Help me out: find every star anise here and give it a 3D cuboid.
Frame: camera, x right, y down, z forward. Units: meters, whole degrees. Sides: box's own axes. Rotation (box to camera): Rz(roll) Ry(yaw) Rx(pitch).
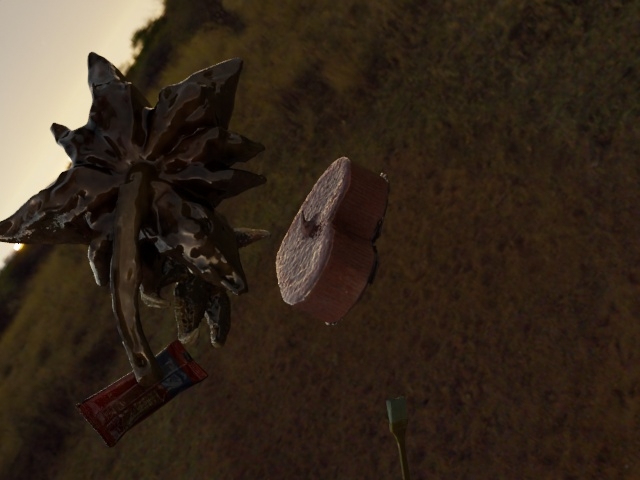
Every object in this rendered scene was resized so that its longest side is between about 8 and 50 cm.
[{"bbox_3d":[-0.180,-0.054,0.700,0.292,0.109,0.349,20,76,24],"label":"star anise"}]

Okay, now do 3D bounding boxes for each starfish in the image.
[{"bbox_3d":[-0.158,0.028,0.931,0.071,0.216,0.238,-9,83,35],"label":"starfish"}]

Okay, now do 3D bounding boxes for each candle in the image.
[{"bbox_3d":[0.000,0.000,1.327,0.287,0.131,0.317,-28,40,59],"label":"candle"}]

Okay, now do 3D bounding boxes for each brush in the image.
[{"bbox_3d":[0.149,0.385,1.226,0.011,0.083,0.205,-12,79,24],"label":"brush"}]

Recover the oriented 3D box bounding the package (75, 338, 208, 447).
[{"bbox_3d":[-0.272,0.233,1.065,0.200,0.083,0.022,-33,-12,-42],"label":"package"}]
